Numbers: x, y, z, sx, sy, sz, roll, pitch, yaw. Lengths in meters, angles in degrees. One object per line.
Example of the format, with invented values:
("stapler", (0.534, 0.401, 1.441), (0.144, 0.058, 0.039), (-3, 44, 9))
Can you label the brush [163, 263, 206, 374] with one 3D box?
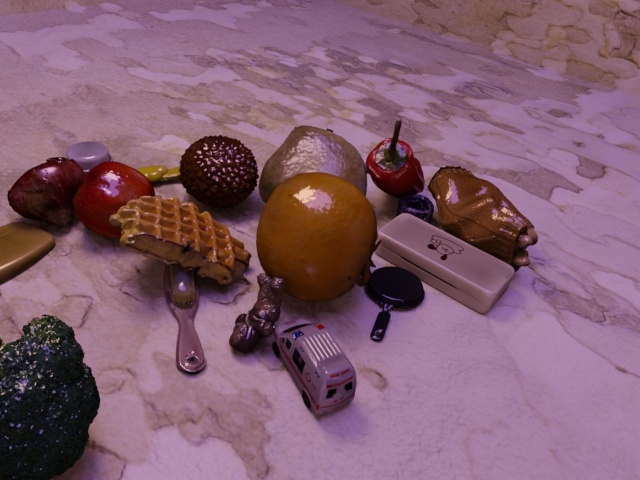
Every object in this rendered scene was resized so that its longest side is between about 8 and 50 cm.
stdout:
("brush", (-0.275, 0.131, 1.045), (0.072, 0.067, 0.312), (-5, 41, -16))

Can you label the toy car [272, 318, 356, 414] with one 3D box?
("toy car", (-0.016, 0.206, 0.948), (0.090, 0.108, 0.209), (-16, 41, -23))

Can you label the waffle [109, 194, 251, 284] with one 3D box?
("waffle", (-0.286, -0.007, 1.116), (0.283, 0.065, 0.309), (40, 23, 13))

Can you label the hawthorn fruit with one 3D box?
("hawthorn fruit", (-0.461, -0.088, 1.215), (0.201, 0.179, 0.179), (16, 36, -14))

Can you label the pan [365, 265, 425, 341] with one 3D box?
("pan", (0.153, 0.130, 1.135), (0.136, 0.028, 0.235), (16, 39, 12))

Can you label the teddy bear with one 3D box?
("teddy bear", (-0.116, 0.149, 1.019), (0.119, 0.078, 0.160), (10, 66, 53))

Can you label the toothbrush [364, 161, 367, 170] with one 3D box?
("toothbrush", (0.064, -0.222, 1.570), (0.414, 0.042, 0.035), (-3, 39, -16))

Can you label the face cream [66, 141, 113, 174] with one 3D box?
("face cream", (-0.612, -0.198, 1.380), (0.117, 0.104, 0.117), (4, 37, -3))

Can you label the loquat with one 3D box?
("loquat", (0.000, 0.000, 1.099), (0.275, 0.274, 0.274), (4, 38, -3))

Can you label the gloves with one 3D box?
("gloves", (0.404, -0.052, 1.299), (0.203, 0.155, 0.356), (8, 30, -32))

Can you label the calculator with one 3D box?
("calculator", (-0.705, 0.025, 1.138), (0.157, 0.033, 0.236), (19, 38, 17))

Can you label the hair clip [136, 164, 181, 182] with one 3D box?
("hair clip", (-0.437, -0.182, 1.434), (0.173, 0.046, 0.072), (-5, 35, -12))

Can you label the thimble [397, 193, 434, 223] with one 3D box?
("thimble", (0.251, -0.075, 1.387), (0.095, 0.066, 0.104), (2, 35, -8))

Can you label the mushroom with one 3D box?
("mushroom", (-0.037, -0.179, 1.332), (0.292, 0.217, 0.212), (30, 23, 33))

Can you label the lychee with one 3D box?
("lychee", (-0.267, -0.185, 1.350), (0.200, 0.200, 0.238), (-15, 50, -26))

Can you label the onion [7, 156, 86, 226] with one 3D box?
("onion", (-0.628, -0.103, 1.228), (0.184, 0.184, 0.147), (-30, 88, -38))

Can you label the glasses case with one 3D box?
("glasses case", (0.287, 0.045, 1.231), (0.313, 0.070, 0.131), (31, 44, 28))

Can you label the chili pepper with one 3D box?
("chili pepper", (0.182, -0.193, 1.346), (0.131, 0.134, 0.338), (-10, -8, 18))

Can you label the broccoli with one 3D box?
("broccoli", (-0.455, 0.241, 0.729), (0.246, 0.265, 0.294), (7, 59, 24))
